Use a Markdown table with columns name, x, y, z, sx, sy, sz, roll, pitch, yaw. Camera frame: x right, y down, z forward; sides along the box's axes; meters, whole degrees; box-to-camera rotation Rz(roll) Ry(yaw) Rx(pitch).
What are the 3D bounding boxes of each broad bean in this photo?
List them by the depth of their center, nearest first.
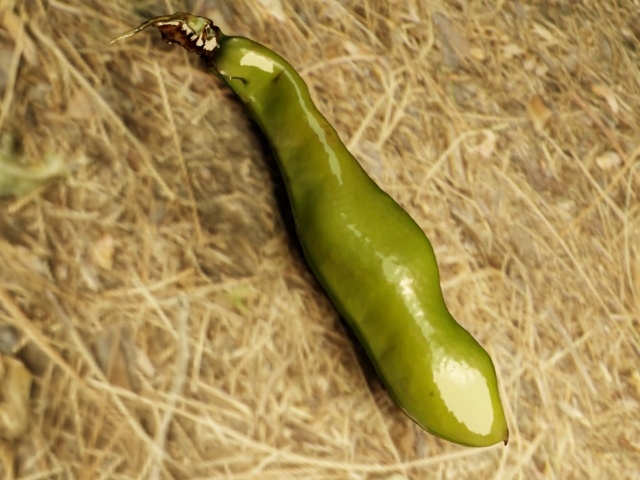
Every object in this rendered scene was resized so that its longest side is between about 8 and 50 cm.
| name | x | y | z | sx | sy | sz | roll | pitch | yaw |
| --- | --- | --- | --- | --- | --- | --- | --- | --- | --- |
| broad bean | 0.006 | -0.006 | 1.113 | 0.318 | 0.056 | 0.098 | 49 | 49 | -1 |
